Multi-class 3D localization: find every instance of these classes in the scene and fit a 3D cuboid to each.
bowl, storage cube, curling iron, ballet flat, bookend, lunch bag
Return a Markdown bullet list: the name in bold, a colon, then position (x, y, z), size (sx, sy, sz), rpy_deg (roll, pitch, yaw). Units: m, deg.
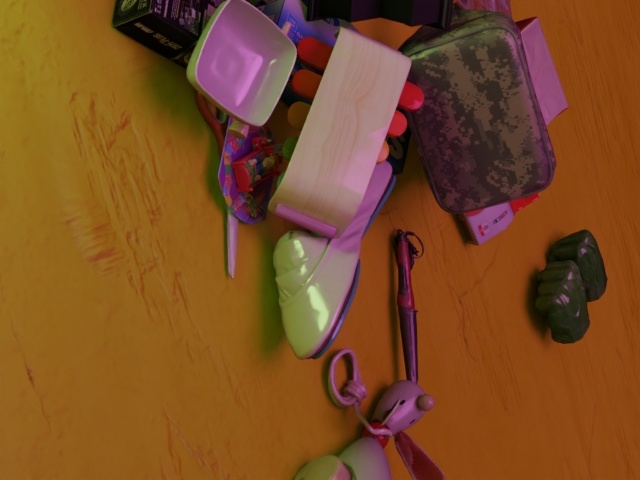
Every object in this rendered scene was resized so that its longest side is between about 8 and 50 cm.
- **bowl**: position (-0.113, -0.236, 1.487), size (0.142, 0.053, 0.142), rpy_deg (36, 71, -38)
- **storage cube**: position (0.310, -0.279, 2.038), size (0.183, 0.193, 0.215), rpy_deg (-39, 113, -48)
- **curling iron**: position (0.153, 0.110, 1.862), size (0.068, 0.035, 0.274), rpy_deg (23, 59, -49)
- **ballet flat**: position (0.000, 0.000, 1.661), size (0.139, 0.139, 0.400), rpy_deg (52, 42, -30)
- **bookend**: position (0.090, -0.356, 1.662), size (0.156, 0.157, 0.072), rpy_deg (-20, 124, -44)
- **lunch bag**: position (0.251, -0.220, 1.821), size (0.256, 0.212, 0.305), rpy_deg (-72, 143, -66)

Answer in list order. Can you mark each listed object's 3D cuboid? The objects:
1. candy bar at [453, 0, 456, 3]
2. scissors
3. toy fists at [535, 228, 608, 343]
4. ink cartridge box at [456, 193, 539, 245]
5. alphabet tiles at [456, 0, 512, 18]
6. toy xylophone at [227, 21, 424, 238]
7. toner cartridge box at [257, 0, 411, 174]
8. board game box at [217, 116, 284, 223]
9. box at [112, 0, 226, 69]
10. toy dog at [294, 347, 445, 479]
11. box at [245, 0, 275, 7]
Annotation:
- **candy bar**: position (0.170, -0.414, 1.921), size (0.040, 0.161, 0.018), rpy_deg (46, 63, -31)
- **scissors**: position (-0.119, -0.098, 1.598), size (0.109, 0.021, 0.297), rpy_deg (-10, 88, -54)
- **toy fists**: position (0.513, 0.082, 2.292), size (0.279, 0.096, 0.142), rpy_deg (-49, 129, -46)
- **ink cartridge box**: position (0.328, -0.095, 2.075), size (0.179, 0.045, 0.145), rpy_deg (-30, 109, -16)
- **alphabet tiles**: position (0.294, -0.550, 2.167), size (0.285, 0.011, 0.343), rpy_deg (33, 45, -43)
- **toy xylophone**: position (0.008, -0.179, 1.594), size (0.236, 0.081, 0.323), rpy_deg (31, 72, -6)
- **toner cartridge box**: position (0.022, -0.257, 1.768), size (0.348, 0.075, 0.165), rpy_deg (39, 52, -39)
- **board game box**: position (-0.091, -0.110, 1.602), size (0.133, 0.033, 0.169), rpy_deg (41, 52, -52)
- **box**: position (-0.193, -0.347, 1.518), size (0.147, 0.077, 0.180), rpy_deg (25, 63, -46)
- **toy dog**: position (0.099, 0.327, 1.661), size (0.220, 0.161, 0.334), rpy_deg (45, 50, -36)
- **box**: position (-0.126, -0.375, 1.500), size (0.169, 0.054, 0.059), rpy_deg (22, 66, -49)
